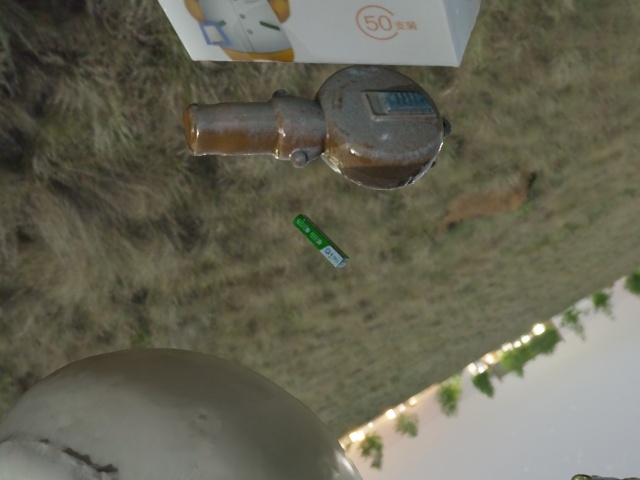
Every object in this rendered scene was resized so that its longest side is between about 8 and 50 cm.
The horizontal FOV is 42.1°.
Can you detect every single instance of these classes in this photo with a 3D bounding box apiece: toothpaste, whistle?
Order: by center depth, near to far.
[{"bbox_3d":[0.006,-0.089,0.632,0.220,0.107,0.057,-4,149,-21],"label":"whistle"},{"bbox_3d":[0.000,0.000,1.030,0.017,0.083,0.020,-49,160,13],"label":"toothpaste"}]

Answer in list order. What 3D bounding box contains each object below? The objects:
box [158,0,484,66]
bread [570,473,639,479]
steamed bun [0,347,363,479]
[{"bbox_3d":[-0.031,-0.273,0.483,0.143,0.225,0.341,-67,150,-29],"label":"box"},{"bbox_3d":[0.407,0.429,1.164,0.252,0.239,0.196,22,97,-53],"label":"bread"},{"bbox_3d":[-0.060,0.155,0.436,0.145,0.232,0.232,-32,171,-44],"label":"steamed bun"}]
